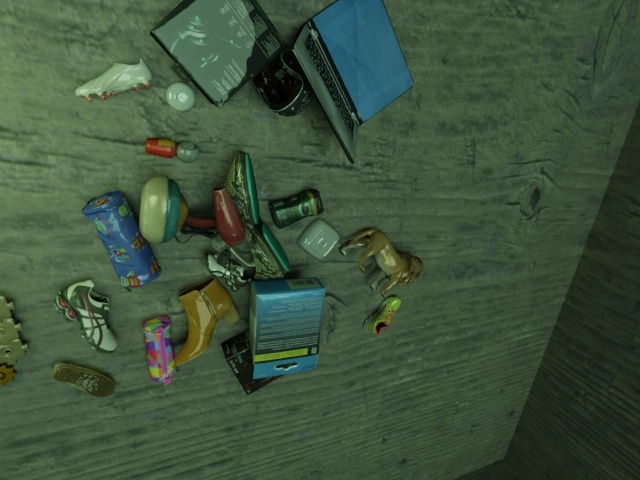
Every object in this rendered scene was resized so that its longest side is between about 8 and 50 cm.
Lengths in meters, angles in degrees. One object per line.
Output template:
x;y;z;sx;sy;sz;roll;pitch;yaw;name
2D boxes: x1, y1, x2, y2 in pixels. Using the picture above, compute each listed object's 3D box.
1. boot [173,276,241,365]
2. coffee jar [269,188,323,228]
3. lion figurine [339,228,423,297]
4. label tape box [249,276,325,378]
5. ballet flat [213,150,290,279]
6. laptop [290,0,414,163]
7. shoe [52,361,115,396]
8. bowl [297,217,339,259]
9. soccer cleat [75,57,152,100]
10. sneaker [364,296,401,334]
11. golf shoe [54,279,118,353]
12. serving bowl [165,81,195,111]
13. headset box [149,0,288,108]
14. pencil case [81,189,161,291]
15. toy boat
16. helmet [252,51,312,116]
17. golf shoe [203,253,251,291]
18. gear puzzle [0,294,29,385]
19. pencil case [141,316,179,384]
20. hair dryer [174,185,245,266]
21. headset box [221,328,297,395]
-0.446;0.277;1.424;0.295;0.104;0.211;-40;118;-18;boot
-0.082;-0.115;1.426;0.185;0.079;0.096;-21;116;-15;coffee jar
0.264;0.069;1.645;0.240;0.142;0.392;-45;120;-9;lion figurine
-0.129;0.315;1.468;0.250;0.115;0.346;-2;113;-21;label tape box
-0.251;-0.051;1.345;0.182;0.164;0.482;-15;122;3;ballet flat
0.128;-0.529;1.248;0.237;0.407;0.381;-19;126;23;laptop
-0.805;0.471;1.376;0.219;0.058;0.076;46;69;-38;shoe
0.000;0.000;1.536;0.142;0.053;0.142;39;92;-32;bowl
-0.552;-0.427;1.070;0.197;0.068;0.076;-22;106;-16;soccer cleat
0.296;0.345;1.813;0.208;0.094;0.081;-48;122;0;sneaker
-0.714;0.250;1.285;0.120;0.105;0.272;-33;124;-17;golf shoe
-0.402;-0.415;1.164;0.084;0.027;0.083;-11;118;-21;serving bowl
-0.282;-0.541;1.100;0.283;0.131;0.246;-44;124;-1;headset box
-0.596;0.002;1.214;0.133;0.119;0.305;-2;122;18;pencil case
-0.438;-0.147;1.170;0.148;0.268;0.317;5;79;-24;toy boat
-0.102;-0.456;1.202;0.169;0.169;0.161;-42;113;-2;helmet
-0.320;0.096;1.402;0.094;0.077;0.198;-26;135;16;golf shoe
-0.993;0.308;1.217;0.176;0.044;0.338;-9;119;-24;gear puzzle
-0.565;0.386;1.420;0.105;0.104;0.236;-10;116;-21;pencil case
-0.339;-0.047;1.234;0.224;0.080;0.293;31;125;-10;hair dryer
-0.211;0.444;1.607;0.294;0.110;0.217;-26;120;-13;headset box
